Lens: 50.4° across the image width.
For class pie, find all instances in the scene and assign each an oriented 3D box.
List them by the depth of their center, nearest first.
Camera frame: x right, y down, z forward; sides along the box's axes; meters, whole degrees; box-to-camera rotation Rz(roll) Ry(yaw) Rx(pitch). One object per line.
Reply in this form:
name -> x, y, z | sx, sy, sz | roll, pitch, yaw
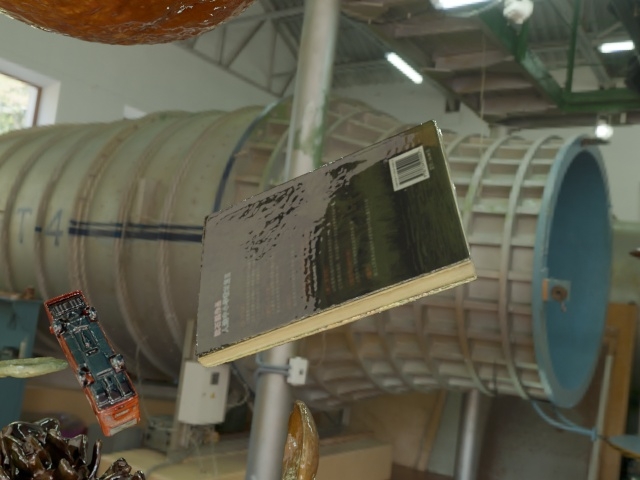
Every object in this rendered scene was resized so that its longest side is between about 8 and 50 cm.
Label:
pie -> -0.322, 0.140, 0.751 | 0.085, 0.017, 0.085 | -3, -4, 0

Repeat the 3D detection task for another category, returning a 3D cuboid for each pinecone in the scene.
pinecone -> -0.448, 0.479, 1.080 | 0.398, 0.397, 0.398 | 7, -5, 1

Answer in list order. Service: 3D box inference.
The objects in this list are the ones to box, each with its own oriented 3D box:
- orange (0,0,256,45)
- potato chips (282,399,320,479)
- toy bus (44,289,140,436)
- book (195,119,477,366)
orange -> -0.143, -0.288, 0.418 | 0.322, 0.321, 0.357 | 4, 13, 26
potato chips -> -0.032, 0.346, 1.109 | 0.049, 0.150, 0.202 | 17, 0, -11
toy bus -> -0.160, 0.084, 0.476 | 0.031, 0.043, 0.110 | -21, 48, -27
book -> 0.000, 0.000, 0.544 | 0.228, 0.160, 0.024 | -22, -44, 19
